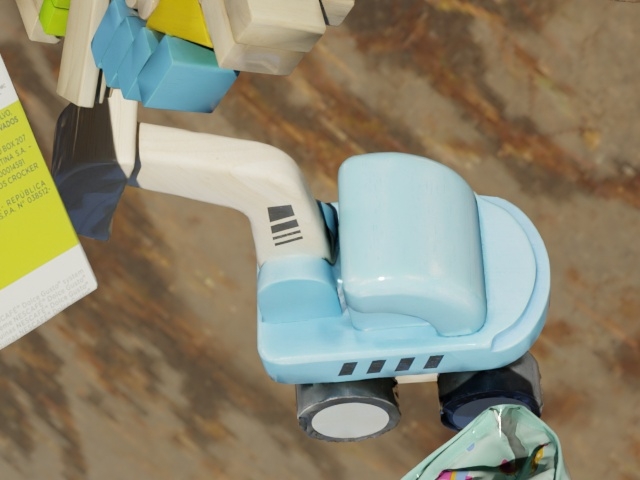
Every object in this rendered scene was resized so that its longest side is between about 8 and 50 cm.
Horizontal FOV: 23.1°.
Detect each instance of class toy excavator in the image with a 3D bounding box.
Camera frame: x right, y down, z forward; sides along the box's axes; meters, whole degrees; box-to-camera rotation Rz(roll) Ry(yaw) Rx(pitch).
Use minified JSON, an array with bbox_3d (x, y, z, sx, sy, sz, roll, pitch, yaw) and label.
[{"bbox_3d":[0.000,0.000,1.482,0.432,0.222,0.445,-4,146,5],"label":"toy excavator"}]

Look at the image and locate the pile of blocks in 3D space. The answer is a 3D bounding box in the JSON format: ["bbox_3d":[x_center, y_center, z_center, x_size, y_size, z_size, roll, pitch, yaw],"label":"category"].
[{"bbox_3d":[-0.075,-0.140,0.918,0.112,0.149,0.362,3,-162,-31],"label":"pile of blocks"}]

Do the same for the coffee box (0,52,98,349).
[{"bbox_3d":[-0.415,-0.066,1.075,0.337,0.338,0.334,27,143,51],"label":"coffee box"}]

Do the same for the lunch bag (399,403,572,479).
[{"bbox_3d":[0.147,0.282,1.208,0.160,0.262,0.223,-13,117,23],"label":"lunch bag"}]

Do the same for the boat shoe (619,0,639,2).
[{"bbox_3d":[0.132,-0.214,1.141,0.257,0.095,0.095,16,143,0],"label":"boat shoe"}]
